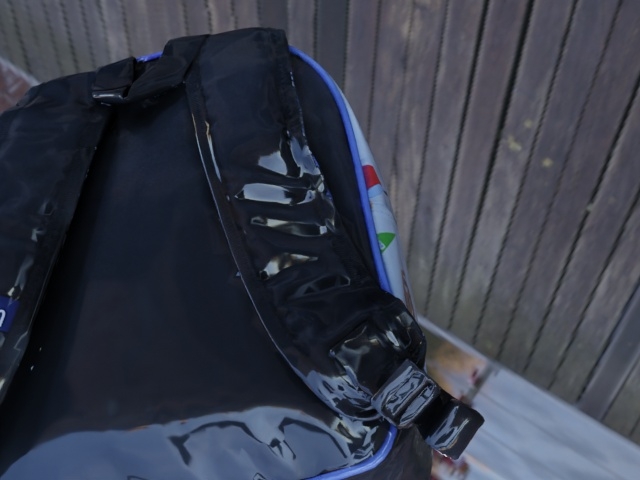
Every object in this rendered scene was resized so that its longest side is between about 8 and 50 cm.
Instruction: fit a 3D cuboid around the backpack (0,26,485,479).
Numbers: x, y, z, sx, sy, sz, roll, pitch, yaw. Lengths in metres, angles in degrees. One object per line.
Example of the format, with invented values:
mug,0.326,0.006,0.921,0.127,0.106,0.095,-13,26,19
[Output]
backpack,-0.065,0.028,0.572,0.277,0.263,0.213,-8,156,5
